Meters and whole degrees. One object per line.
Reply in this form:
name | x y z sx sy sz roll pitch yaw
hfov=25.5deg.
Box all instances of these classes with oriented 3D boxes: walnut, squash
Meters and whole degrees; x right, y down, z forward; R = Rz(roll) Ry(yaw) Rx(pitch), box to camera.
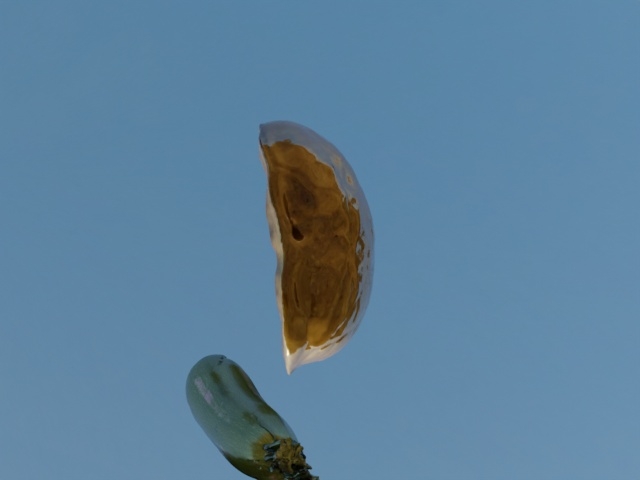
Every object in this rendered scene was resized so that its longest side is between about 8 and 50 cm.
walnut | 0.002 0.002 1.171 0.087 0.167 0.211 -7 -98 0
squash | -0.050 0.124 0.954 0.052 0.183 0.052 -8 -70 -23
